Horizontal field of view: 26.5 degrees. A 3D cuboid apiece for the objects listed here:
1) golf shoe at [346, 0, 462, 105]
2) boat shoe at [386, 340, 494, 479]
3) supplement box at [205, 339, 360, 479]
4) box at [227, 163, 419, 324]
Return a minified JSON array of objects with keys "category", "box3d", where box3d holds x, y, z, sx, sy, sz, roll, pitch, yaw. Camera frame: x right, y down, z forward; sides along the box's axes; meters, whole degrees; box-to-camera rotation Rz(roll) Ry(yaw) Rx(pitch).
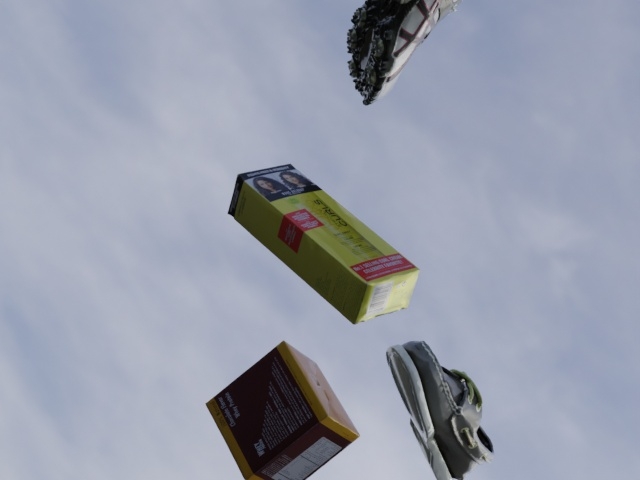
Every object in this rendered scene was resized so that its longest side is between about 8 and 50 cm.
[{"category":"golf shoe","box3d":[0.110,-0.270,1.636,0.273,0.120,0.105,110,-35,-46]},{"category":"boat shoe","box3d":[0.154,0.206,1.689,0.305,0.091,0.109,68,-4,-52]},{"category":"supplement box","box3d":[-0.071,0.329,2.491,0.129,0.194,0.191,41,13,-51]},{"category":"box","box3d":[0.000,0.000,1.517,0.232,0.087,0.058,42,-51,35]}]
